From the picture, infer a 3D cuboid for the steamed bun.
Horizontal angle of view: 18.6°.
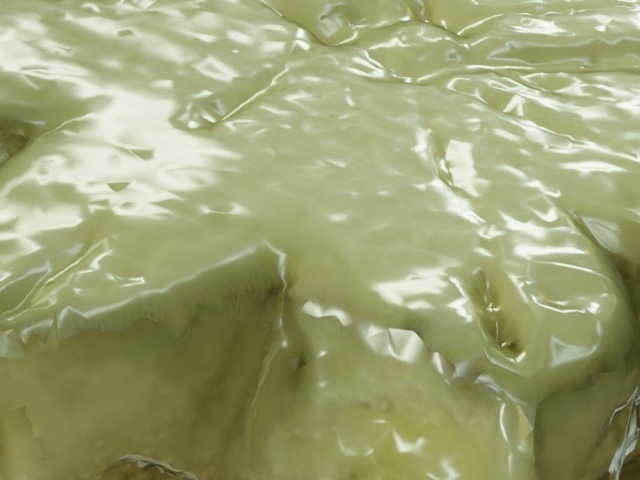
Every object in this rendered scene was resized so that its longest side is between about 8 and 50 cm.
[{"bbox_3d":[0.000,0.000,0.513,0.292,0.295,0.137,-50,-26,-53],"label":"steamed bun"}]
